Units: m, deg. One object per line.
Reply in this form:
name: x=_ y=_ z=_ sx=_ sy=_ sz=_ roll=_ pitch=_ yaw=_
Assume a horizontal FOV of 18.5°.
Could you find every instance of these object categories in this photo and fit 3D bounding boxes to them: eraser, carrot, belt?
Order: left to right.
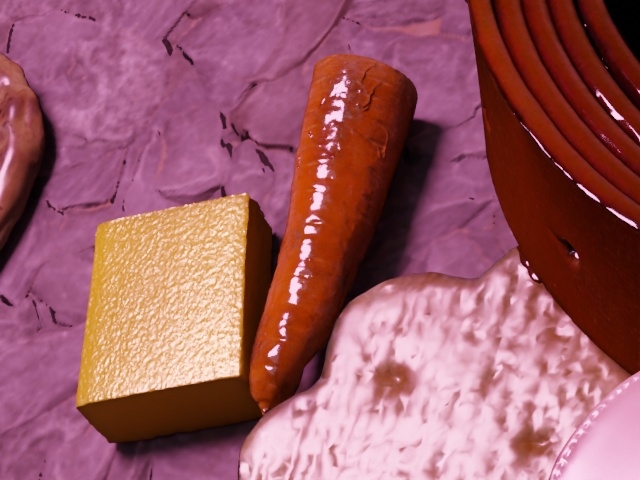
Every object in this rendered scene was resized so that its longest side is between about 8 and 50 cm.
eraser: x=-0.077 y=0.041 z=1.071 sx=0.097 sy=0.045 sz=0.122 roll=-13 pitch=53 yaw=19
carrot: x=0.000 y=0.000 z=1.046 sx=0.061 sy=0.061 sz=0.209 roll=1 pitch=58 yaw=27
belt: x=0.194 y=-0.054 z=0.923 sx=0.217 sy=0.122 sz=0.338 roll=-20 pitch=47 yaw=-8

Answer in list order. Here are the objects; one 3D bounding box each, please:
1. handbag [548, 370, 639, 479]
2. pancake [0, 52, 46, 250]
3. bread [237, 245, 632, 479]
handbag: x=0.180 y=0.151 z=0.773 sx=0.179 sy=0.116 sz=0.205 roll=1 pitch=58 yaw=27
pancake: x=-0.287 y=-0.026 z=1.231 sx=0.250 sy=0.031 sz=0.250 roll=-14 pitch=54 yaw=20
bread: x=0.057 y=0.120 z=0.940 sx=0.207 sy=0.056 sz=0.286 roll=7 pitch=59 yaw=29
